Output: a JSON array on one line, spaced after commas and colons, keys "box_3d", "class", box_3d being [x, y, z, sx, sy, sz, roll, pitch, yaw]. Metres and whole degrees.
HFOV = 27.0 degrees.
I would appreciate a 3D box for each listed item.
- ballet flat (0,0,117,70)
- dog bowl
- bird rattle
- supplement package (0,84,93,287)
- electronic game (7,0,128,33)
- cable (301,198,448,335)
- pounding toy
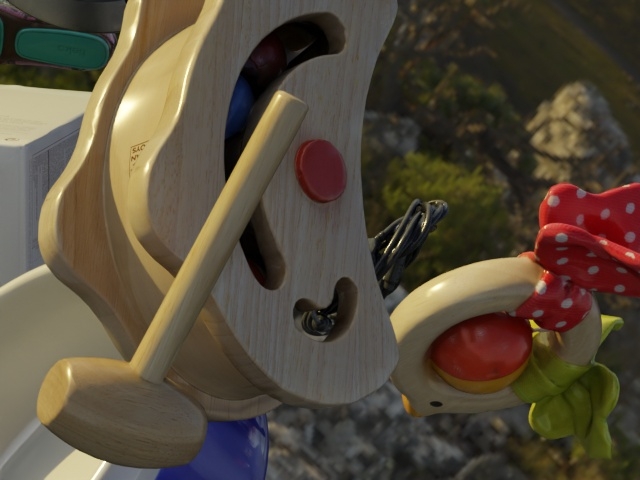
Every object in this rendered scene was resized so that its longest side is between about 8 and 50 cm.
[{"box_3d": [-0.320, -0.220, 1.364, 0.221, 0.077, 0.079, 3, 40, -19], "class": "ballet flat"}, {"box_3d": [-0.162, 0.139, 0.754, 0.104, 0.265, 0.265, 47, 24, -32], "class": "dog bowl"}, {"box_3d": [0.150, 0.071, 0.984, 0.207, 0.253, 0.143, -12, 59, -1], "class": "bird rattle"}, {"box_3d": [-0.297, -0.015, 1.109, 0.199, 0.198, 0.263, 5, 15, 6], "class": "supplement package"}, {"box_3d": [-0.174, -0.276, 1.043, 0.229, 0.229, 0.048, 36, -2, -5], "class": "electronic game"}, {"box_3d": [0.059, 0.030, 1.301, 0.047, 0.184, 0.150, 44, -9, 18], "class": "cable"}, {"box_3d": [-0.010, -0.013, 0.567, 0.154, 0.155, 0.269, 36, 56, -33], "class": "pounding toy"}]
